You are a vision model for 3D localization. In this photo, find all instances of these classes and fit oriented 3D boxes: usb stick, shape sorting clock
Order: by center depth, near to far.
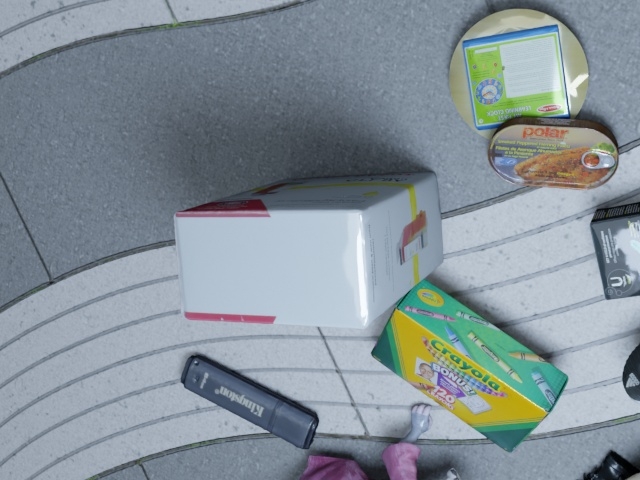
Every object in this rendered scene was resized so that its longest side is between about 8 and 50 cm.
[{"bbox_3d":[0.295,-0.242,1.352,0.206,0.040,0.206,7,110,20],"label":"shape sorting clock"},{"bbox_3d":[-0.131,0.296,1.664,0.278,0.045,0.077,25,112,15],"label":"usb stick"}]

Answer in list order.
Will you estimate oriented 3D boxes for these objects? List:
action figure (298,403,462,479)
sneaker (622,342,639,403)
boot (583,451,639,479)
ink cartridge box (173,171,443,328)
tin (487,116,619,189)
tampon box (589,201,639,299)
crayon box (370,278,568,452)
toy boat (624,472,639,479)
[{"bbox_3d":[0.091,0.440,1.501,0.370,0.275,0.248,-19,90,39],"label":"action figure"},{"bbox_3d":[0.672,0.153,1.263,0.447,0.169,0.257,-38,109,14],"label":"sneaker"},{"bbox_3d":[0.478,0.407,1.446,0.121,0.045,0.099,37,114,13],"label":"boot"},{"bbox_3d":[0.000,0.000,1.348,0.279,0.384,0.161,-1,100,22],"label":"ink cartridge box"},{"bbox_3d":[0.346,-0.132,1.344,0.189,0.040,0.106,7,131,17],"label":"tin"},{"bbox_3d":[0.486,0.006,1.306,0.160,0.101,0.121,-10,99,25],"label":"tampon box"},{"bbox_3d":[0.230,0.198,1.433,0.278,0.081,0.165,34,146,11],"label":"crayon box"},{"bbox_3d":[0.571,0.466,1.346,0.267,0.148,0.318,-7,110,35],"label":"toy boat"}]
